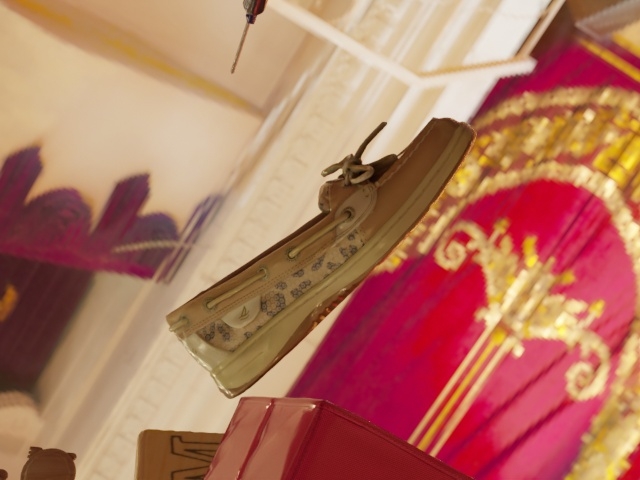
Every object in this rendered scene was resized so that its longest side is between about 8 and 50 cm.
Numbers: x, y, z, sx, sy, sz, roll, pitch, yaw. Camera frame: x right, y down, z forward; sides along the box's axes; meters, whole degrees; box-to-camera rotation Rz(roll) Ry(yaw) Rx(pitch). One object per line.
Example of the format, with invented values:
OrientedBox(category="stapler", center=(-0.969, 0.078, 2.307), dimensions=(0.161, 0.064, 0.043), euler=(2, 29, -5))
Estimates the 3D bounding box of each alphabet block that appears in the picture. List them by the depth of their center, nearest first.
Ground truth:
OrientedBox(category="alphabet block", center=(-0.166, 0.393, 1.677), dimensions=(0.193, 0.192, 0.197), euler=(6, -154, -9))

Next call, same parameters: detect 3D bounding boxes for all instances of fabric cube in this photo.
OrientedBox(category="fabric cube", center=(0.010, 0.312, 1.117), dimensions=(0.254, 0.258, 0.259), euler=(31, 164, -14))

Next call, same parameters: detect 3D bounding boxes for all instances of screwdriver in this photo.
OrientedBox(category="screwdriver", center=(-0.067, -0.203, 1.172), dimensions=(0.025, 0.024, 0.170), euler=(16, 153, -2))

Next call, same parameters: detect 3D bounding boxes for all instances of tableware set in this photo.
OrientedBox(category="tableware set", center=(-0.339, 0.311, 1.360), dimensions=(0.020, 0.141, 0.169), euler=(75, -173, -60))

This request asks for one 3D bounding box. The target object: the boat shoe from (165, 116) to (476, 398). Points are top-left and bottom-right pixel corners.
OrientedBox(category="boat shoe", center=(0.000, 0.000, 0.939), dimensions=(0.089, 0.285, 0.104), euler=(45, -171, 1))
